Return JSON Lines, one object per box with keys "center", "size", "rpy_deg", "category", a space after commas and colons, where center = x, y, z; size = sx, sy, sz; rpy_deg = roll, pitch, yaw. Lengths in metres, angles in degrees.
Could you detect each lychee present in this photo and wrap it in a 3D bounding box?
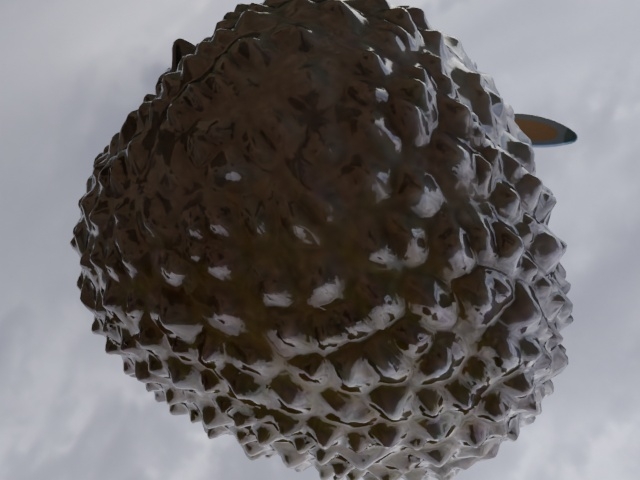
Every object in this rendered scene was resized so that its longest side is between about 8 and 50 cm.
{"center": [0.000, 0.000, 0.819], "size": [0.380, 0.380, 0.432], "rpy_deg": [-40, -109, 0], "category": "lychee"}

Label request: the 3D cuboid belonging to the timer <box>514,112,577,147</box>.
{"center": [0.167, -0.127, 1.299], "size": [0.175, 0.175, 0.255], "rpy_deg": [-48, -147, -12], "category": "timer"}
